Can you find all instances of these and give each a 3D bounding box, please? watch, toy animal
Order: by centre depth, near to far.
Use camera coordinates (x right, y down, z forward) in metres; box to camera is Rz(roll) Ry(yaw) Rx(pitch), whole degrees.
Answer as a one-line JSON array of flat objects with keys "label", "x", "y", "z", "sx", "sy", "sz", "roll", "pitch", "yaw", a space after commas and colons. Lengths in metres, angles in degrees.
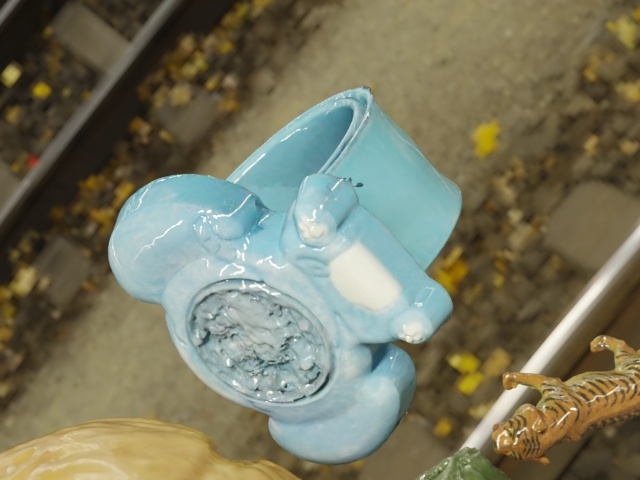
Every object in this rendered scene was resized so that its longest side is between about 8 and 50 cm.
[{"label": "watch", "x": 0.000, "y": 0.000, "z": 1.088, "sx": 0.211, "sy": 0.211, "sz": 0.193, "roll": -29, "pitch": 22, "yaw": 36}, {"label": "toy animal", "x": 0.244, "y": 0.137, "z": 1.612, "sx": 0.241, "sy": 0.056, "sz": 0.099, "roll": -18, "pitch": 25, "yaw": -21}]

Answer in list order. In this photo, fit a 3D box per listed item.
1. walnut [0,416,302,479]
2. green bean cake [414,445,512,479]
[{"label": "walnut", "x": -0.102, "y": 0.264, "z": 0.959, "sx": 0.333, "sy": 0.333, "sz": 0.333, "roll": -36, "pitch": 31, "yaw": 27}, {"label": "green bean cake", "x": 0.088, "y": 0.277, "z": 1.568, "sx": 0.181, "sy": 0.094, "sz": 0.173, "roll": -44, "pitch": 4, "yaw": 26}]
